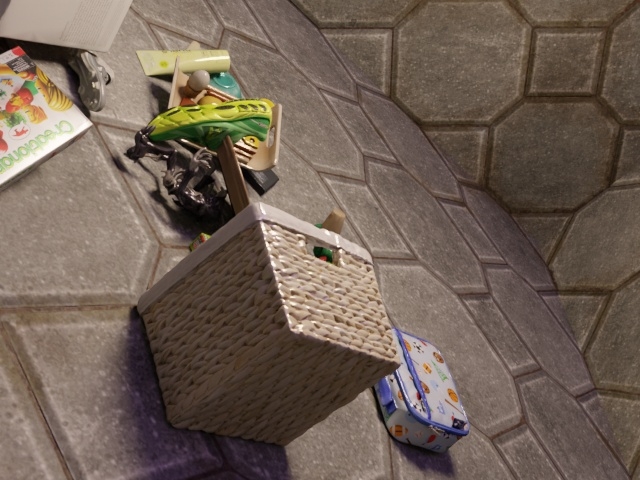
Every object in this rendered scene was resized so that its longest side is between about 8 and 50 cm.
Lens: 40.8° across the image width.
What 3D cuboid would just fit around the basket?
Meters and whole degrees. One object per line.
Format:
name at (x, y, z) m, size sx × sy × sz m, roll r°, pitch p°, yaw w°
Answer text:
basket at (-0.083, 0.158, 1.514) m, size 0.328 × 0.331 × 0.266 m, roll 24°, pitch 36°, yaw -46°

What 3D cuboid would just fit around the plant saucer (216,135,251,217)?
plant saucer at (-0.184, -0.096, 1.928) m, size 0.278 × 0.041 × 0.278 m, roll 165°, pitch -90°, yaw -84°

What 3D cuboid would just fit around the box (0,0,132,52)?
box at (-0.591, -0.531, 1.797) m, size 0.215 × 0.168 × 0.345 m, roll 37°, pitch 19°, yaw 17°

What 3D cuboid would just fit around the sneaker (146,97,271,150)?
sneaker at (-0.255, -0.253, 1.998) m, size 0.295 × 0.124 × 0.109 m, roll -8°, pitch 27°, yaw -12°

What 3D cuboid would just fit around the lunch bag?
lunch bag at (0.224, 0.355, 2.054) m, size 0.243 × 0.115 × 0.303 m, roll 28°, pitch 30°, yaw -38°

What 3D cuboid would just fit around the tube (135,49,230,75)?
tube at (-0.356, -0.468, 2.257) m, size 0.240 × 0.062 × 0.070 m, roll -8°, pitch 14°, yaw -29°

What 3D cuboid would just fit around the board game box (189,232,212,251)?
board game box at (-0.200, 0.076, 1.794) m, size 0.092 × 0.043 × 0.181 m, roll 19°, pitch 37°, yaw -50°

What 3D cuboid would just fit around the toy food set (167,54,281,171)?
toy food set at (-0.237, -0.318, 2.147) m, size 0.306 × 0.092 × 0.220 m, roll 21°, pitch 49°, yaw -25°

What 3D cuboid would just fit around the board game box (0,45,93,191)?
board game box at (-0.552, -0.195, 1.457) m, size 0.193 × 0.053 × 0.305 m, roll 47°, pitch 39°, yaw -7°

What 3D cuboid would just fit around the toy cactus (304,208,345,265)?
toy cactus at (0.000, 0.000, 2.128) m, size 0.112 × 0.181 × 0.219 m, roll 20°, pitch 26°, yaw -15°

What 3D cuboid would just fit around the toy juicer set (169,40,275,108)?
toy juicer set at (-0.297, -0.393, 2.328) m, size 0.329 × 0.089 × 0.209 m, roll 41°, pitch 42°, yaw 10°

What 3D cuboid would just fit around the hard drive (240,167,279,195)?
hard drive at (-0.163, -0.176, 2.284) m, size 0.094 × 0.022 × 0.135 m, roll 48°, pitch 23°, yaw -4°

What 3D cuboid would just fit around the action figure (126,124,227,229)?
action figure at (-0.280, -0.138, 1.845) m, size 0.275 × 0.141 × 0.164 m, roll 44°, pitch -7°, yaw -4°

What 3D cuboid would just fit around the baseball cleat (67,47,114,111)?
baseball cleat at (-0.489, -0.354, 1.898) m, size 0.109 × 0.072 × 0.206 m, roll 18°, pitch 39°, yaw -51°
